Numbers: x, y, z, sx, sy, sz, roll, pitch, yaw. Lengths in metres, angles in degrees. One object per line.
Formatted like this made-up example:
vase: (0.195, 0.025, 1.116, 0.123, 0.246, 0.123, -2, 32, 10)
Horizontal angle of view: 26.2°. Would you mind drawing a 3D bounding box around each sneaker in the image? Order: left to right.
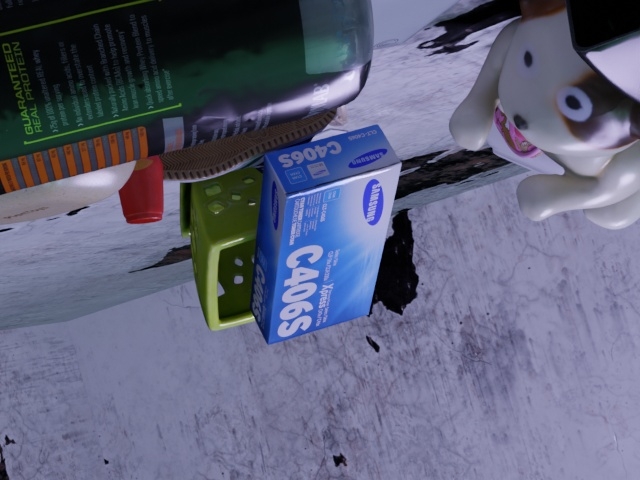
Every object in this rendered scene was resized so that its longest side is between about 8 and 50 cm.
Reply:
sneaker: (-0.123, -0.127, 1.797, 0.282, 0.099, 0.153, -18, 174, -15)

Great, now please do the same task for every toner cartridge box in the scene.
toner cartridge box: (0.000, 0.000, 1.868, 0.165, 0.075, 0.348, -17, 147, -18)

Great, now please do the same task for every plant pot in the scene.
plant pot: (-0.093, -0.033, 2.020, 0.227, 0.207, 0.228, -16, 147, -16)
plant pot: (0.343, -0.230, 1.304, 0.188, 0.187, 0.167, -17, 142, 21)

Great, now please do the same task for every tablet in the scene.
tablet: (0.010, -0.170, 2.244, 0.054, 0.006, 0.083, -18, 175, 22)

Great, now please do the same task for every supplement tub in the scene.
supplement tub: (-0.152, -0.149, 0.886, 0.338, 0.207, 0.207, -15, 175, -10)

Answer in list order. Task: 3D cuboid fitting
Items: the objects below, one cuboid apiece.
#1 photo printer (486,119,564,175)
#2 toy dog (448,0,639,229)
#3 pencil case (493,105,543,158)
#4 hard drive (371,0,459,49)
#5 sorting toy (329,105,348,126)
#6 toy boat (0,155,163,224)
photo printer: (0.462, -0.179, 2.319, 0.256, 0.107, 0.307, -14, -158, -23)
toy dog: (0.354, -0.188, 1.658, 0.395, 0.284, 0.408, -32, 170, 20)
pencil case: (0.451, -0.232, 2.112, 0.386, 0.160, 0.167, -14, 137, -20)
hard drive: (0.058, -0.250, 1.329, 0.233, 0.047, 0.353, -13, 175, -25)
sorting toy: (-0.007, -0.180, 1.914, 0.075, 0.045, 0.083, -9, 176, 10)
toy boat: (-0.284, -0.097, 1.488, 0.267, 0.148, 0.318, -11, 173, 33)
